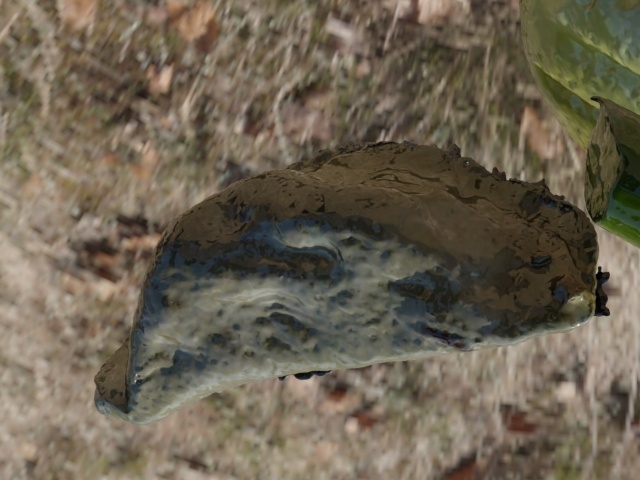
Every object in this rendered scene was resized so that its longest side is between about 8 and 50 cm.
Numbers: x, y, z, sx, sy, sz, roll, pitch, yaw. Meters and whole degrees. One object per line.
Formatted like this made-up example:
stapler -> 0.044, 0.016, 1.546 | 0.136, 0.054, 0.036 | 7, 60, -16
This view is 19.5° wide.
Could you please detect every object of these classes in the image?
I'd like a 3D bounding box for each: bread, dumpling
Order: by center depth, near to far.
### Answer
dumpling -> -0.002, 0.002, 1.084 | 0.332, 0.166, 0.086 | -14, 154, 24
bread -> 0.302, -0.146, 1.410 | 0.320, 0.320, 0.237 | 39, 88, -13

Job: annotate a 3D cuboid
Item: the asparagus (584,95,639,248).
asparagus -> 0.226, 0.018, 0.797 | 0.277, 0.060, 0.067 | 25, 96, 21
